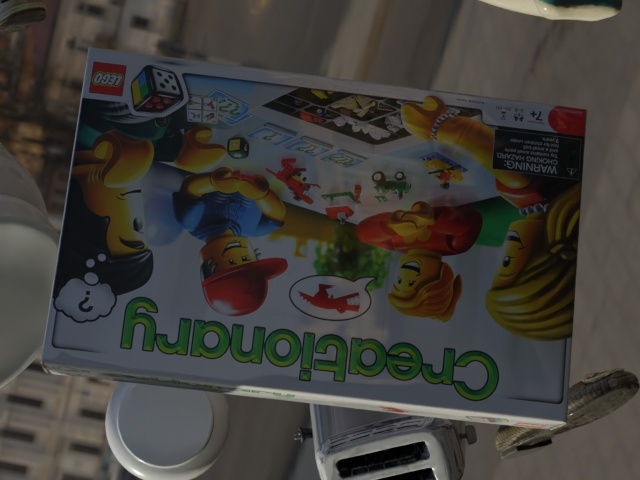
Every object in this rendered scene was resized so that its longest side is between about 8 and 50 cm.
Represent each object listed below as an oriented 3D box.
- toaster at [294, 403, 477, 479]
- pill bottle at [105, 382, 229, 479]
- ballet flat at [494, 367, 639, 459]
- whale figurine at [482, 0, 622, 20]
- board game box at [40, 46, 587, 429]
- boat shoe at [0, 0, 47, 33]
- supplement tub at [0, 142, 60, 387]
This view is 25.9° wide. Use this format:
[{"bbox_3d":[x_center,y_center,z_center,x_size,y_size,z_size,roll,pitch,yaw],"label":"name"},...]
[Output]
[{"bbox_3d":[0.075,0.240,1.697,0.146,0.227,0.129,-92,-11,-64],"label":"toaster"},{"bbox_3d":[-0.117,0.141,1.075,0.169,0.094,0.094,114,167,-80],"label":"pill bottle"},{"bbox_3d":[0.263,0.184,1.539,0.250,0.084,0.058,132,128,-58],"label":"ballet flat"},{"bbox_3d":[0.240,-0.333,1.576,0.272,0.216,0.141,-126,40,-57],"label":"whale figurine"},{"bbox_3d":[0.000,0.000,0.831,0.053,0.305,0.193,109,167,-76],"label":"board game box"},{"bbox_3d":[-0.299,-0.229,1.348,0.135,0.050,0.045,2,103,65],"label":"boat shoe"},{"bbox_3d":[-0.384,-0.026,1.207,0.325,0.235,0.235,41,126,34],"label":"supplement tub"}]
